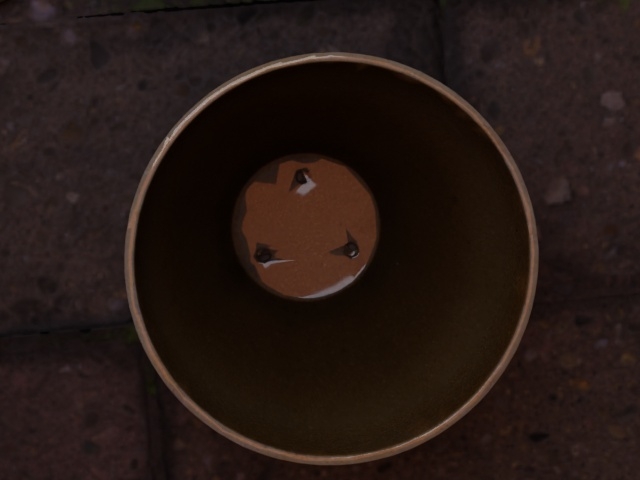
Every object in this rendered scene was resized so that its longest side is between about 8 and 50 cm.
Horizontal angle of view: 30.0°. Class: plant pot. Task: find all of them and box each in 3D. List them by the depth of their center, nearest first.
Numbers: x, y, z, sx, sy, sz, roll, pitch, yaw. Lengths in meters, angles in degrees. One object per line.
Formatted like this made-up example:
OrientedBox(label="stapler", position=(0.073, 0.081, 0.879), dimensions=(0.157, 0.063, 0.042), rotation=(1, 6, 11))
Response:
OrientedBox(label="plant pot", position=(0.000, 0.000, 0.802), dimensions=(0.237, 0.254, 0.237), rotation=(0, 96, -4))

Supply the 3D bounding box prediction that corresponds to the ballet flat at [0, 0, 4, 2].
OrientedBox(label="ballet flat", position=(-0.261, -0.285, 0.846), dimensions=(0.080, 0.073, 0.232), rotation=(-18, 96, -3))
